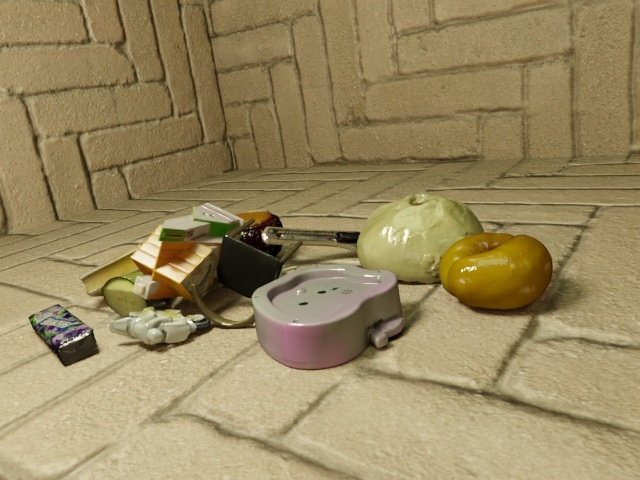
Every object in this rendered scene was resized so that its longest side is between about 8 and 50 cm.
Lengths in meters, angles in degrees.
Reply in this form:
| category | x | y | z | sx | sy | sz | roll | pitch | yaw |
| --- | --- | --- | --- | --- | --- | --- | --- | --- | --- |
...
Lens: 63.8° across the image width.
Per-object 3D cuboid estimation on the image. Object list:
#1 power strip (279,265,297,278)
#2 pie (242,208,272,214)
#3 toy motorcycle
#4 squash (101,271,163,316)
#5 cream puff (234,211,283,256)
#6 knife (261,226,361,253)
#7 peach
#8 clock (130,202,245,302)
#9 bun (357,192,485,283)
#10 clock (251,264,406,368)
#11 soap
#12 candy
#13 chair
| category | x | y | z | sx | sy | sz | roll | pitch | yaw |
| --- | --- | --- | --- | --- | --- | --- | --- | --- | --- |
| power strip | -0.150 | 0.097 | 1.512 | 0.175 | 0.042 | 0.075 | -15 | 18 | -17 |
| pie | -0.259 | -0.046 | 1.846 | 0.218 | 0.185 | 0.052 | -20 | 55 | -32 |
| toy motorcycle | -0.384 | 0.203 | 1.216 | 0.228 | 0.074 | 0.151 | 3 | 12 | 7 |
| squash | -0.485 | 0.143 | 1.449 | 0.137 | 0.137 | 0.287 | -5 | 4 | 11 |
| cream puff | -0.233 | -0.001 | 1.670 | 0.239 | 0.165 | 0.239 | -7 | 16 | 2 |
| knife | 0.001 | -0.005 | 1.580 | 0.365 | 0.043 | 0.089 | 5 | 45 | -11 |
| peach | 0.394 | 0.065 | 1.175 | 0.251 | 0.153 | 0.251 | -4 | 10 | 1 |
| clock | -0.352 | 0.048 | 1.348 | 0.166 | 0.235 | 0.309 | 25 | 17 | 15 |
| bun | 0.280 | -0.026 | 1.447 | 0.364 | 0.202 | 0.364 | -8 | 18 | 3 |
| clock | 0.015 | 0.153 | 1.137 | 0.338 | 0.102 | 0.338 | -7 | 17 | 2 |
| soap | -0.554 | 0.077 | 1.525 | 0.257 | 0.080 | 0.160 | -26 | -4 | 4 |
| candy | -0.647 | 0.226 | 1.286 | 0.088 | 0.061 | 0.312 | -24 | 22 | -36 |
| chair | -0.182 | 0.082 | 1.310 | 0.188 | 0.166 | 0.272 | 24 | 31 | 11 |
